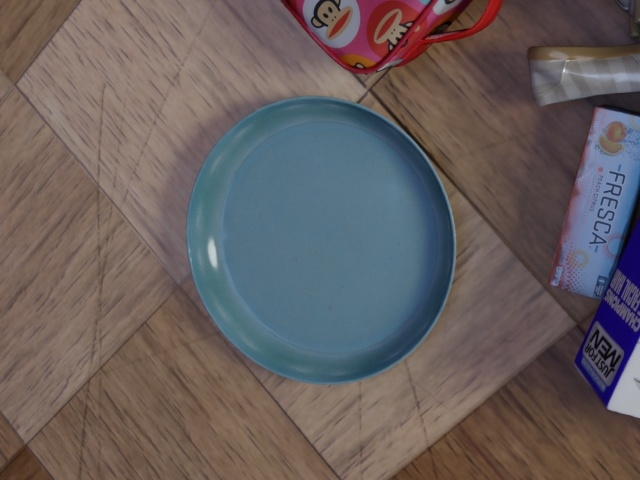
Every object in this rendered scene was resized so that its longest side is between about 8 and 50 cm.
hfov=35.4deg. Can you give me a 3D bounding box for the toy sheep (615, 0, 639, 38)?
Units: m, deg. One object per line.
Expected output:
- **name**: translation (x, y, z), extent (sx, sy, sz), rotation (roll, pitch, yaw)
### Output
- **toy sheep**: translation (0.316, -0.233, 0.921), extent (0.132, 0.091, 0.091), rotation (1, 98, 6)

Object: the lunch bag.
- **lunch bag**: translation (0.084, -0.310, 0.968), extent (0.258, 0.120, 0.293), rotation (50, 122, 10)

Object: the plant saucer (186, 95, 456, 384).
- **plant saucer**: translation (0.000, 0.000, 1.107), extent (0.317, 0.043, 0.318), rotation (4, 99, 22)

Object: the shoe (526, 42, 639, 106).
- **shoe**: translation (0.304, -0.157, 0.939), extent (0.219, 0.076, 0.058), rotation (1, 93, 22)

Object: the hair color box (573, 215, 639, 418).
- **hair color box**: translation (0.382, 0.007, 0.882), extent (0.185, 0.110, 0.339), rotation (18, 104, -10)

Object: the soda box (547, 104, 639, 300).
- **soda box**: translation (0.278, -0.038, 0.979), extent (0.063, 0.058, 0.183), rotation (17, 104, 19)
